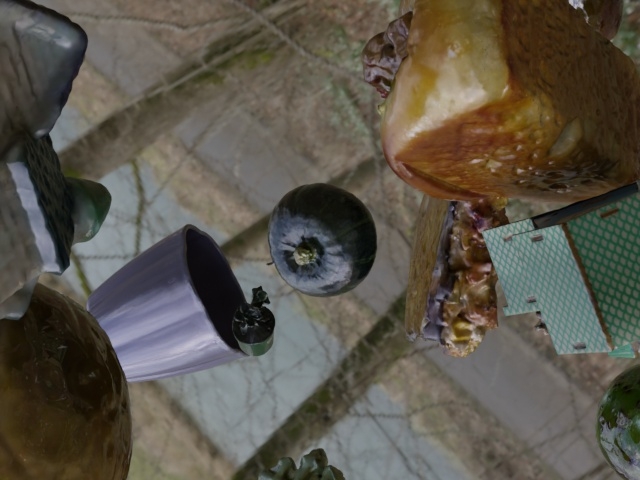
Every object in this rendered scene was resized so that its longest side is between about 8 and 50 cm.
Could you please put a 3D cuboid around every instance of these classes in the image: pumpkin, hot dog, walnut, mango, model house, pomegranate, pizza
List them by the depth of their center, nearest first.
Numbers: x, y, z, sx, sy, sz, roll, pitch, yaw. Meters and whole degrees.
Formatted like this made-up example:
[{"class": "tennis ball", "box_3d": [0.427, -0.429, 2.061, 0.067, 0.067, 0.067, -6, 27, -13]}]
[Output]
[{"class": "model house", "box_3d": [-0.334, -0.089, 0.965, 0.243, 0.284, 0.299, 19, 133, 39]}, {"class": "model house", "box_3d": [0.295, 0.033, 1.060, 0.271, 0.206, 0.178, -17, 92, 26]}, {"class": "walnut", "box_3d": [-0.349, 0.205, 1.098, 0.333, 0.332, 0.333, 45, 157, 25]}, {"class": "hot dog", "box_3d": [0.189, -0.153, 1.148, 0.223, 0.405, 0.185, -15, 67, 36]}, {"class": "pomegranate", "box_3d": [0.462, 0.218, 1.340, 0.211, 0.211, 0.263, 22, 112, 55]}, {"class": "mango", "box_3d": [0.348, -0.370, 1.443, 0.111, 0.133, 0.267, -3, 140, 43]}, {"class": "pizza", "box_3d": [0.187, 0.024, 1.449, 0.278, 0.113, 0.409, -95, 10, -50]}, {"class": "pumpkin", "box_3d": [0.001, -0.001, 1.490, 0.167, 0.125, 0.167, -3, 85, 40]}]

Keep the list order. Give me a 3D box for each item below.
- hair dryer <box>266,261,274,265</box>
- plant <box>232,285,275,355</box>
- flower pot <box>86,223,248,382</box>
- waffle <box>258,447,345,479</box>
[{"class": "hair dryer", "box_3d": [-0.032, 0.011, 1.578, 0.037, 0.114, 0.063, 45, 154, 52]}, {"class": "plant", "box_3d": [-0.074, 0.088, 1.157, 0.051, 0.051, 0.102, 45, 157, 25]}, {"class": "flower pot", "box_3d": [-0.282, 0.140, 1.917, 0.265, 0.243, 0.265, 59, -169, -20]}, {"class": "waffle", "box_3d": [-0.058, 0.460, 1.492, 0.056, 0.291, 0.309, 37, -158, -38]}]
